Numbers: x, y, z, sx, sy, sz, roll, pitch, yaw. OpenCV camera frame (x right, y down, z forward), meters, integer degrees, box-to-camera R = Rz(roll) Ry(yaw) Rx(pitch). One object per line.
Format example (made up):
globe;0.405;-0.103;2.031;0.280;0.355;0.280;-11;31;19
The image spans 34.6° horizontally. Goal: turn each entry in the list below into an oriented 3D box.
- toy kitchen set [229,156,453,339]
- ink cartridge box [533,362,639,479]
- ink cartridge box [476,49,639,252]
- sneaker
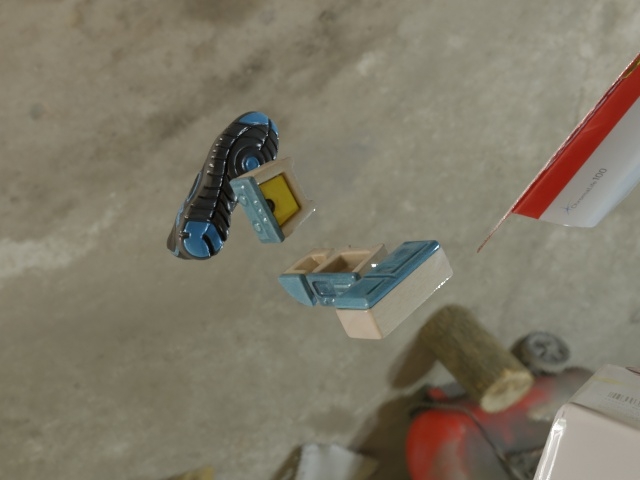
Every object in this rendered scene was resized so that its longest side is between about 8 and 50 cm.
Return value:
toy kitchen set;0.000;0.000;1.077;0.122;0.207;0.166;-39;111;-34
ink cartridge box;0.333;0.231;0.849;0.385;0.279;0.160;4;103;-69
ink cartridge box;0.356;-0.128;1.158;0.385;0.091;0.308;-35;163;-53
sneaker;-0.205;-0.113;2.044;0.125;0.140;0.341;38;69;-20
